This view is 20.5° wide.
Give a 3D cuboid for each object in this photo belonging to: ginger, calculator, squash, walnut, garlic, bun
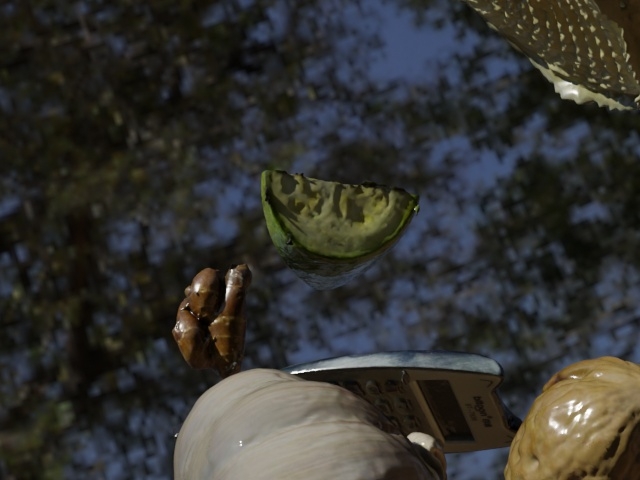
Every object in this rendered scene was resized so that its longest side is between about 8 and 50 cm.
[{"bbox_3d":[-0.150,0.107,2.429,0.103,0.162,0.073,9,-9,-11],"label":"ginger"},{"bbox_3d":[0.072,0.171,1.826,0.268,0.040,0.177,-6,-38,16],"label":"calculator"},{"bbox_3d":[0.000,0.000,2.148,0.203,0.111,0.289,8,-9,-12],"label":"squash"},{"bbox_3d":[0.232,0.173,1.431,0.155,0.155,0.184,-7,-42,-27],"label":"walnut"},{"bbox_3d":[-0.014,0.265,1.534,0.241,0.322,0.322,8,-30,-8],"label":"garlic"},{"bbox_3d":[0.229,-0.299,1.623,0.202,0.364,0.364,-45,-24,-5],"label":"bun"}]

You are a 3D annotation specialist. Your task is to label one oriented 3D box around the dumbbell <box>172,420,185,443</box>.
[{"bbox_3d":[-0.144,0.245,2.001,0.036,0.040,0.083,-12,-68,-10],"label":"dumbbell"}]
